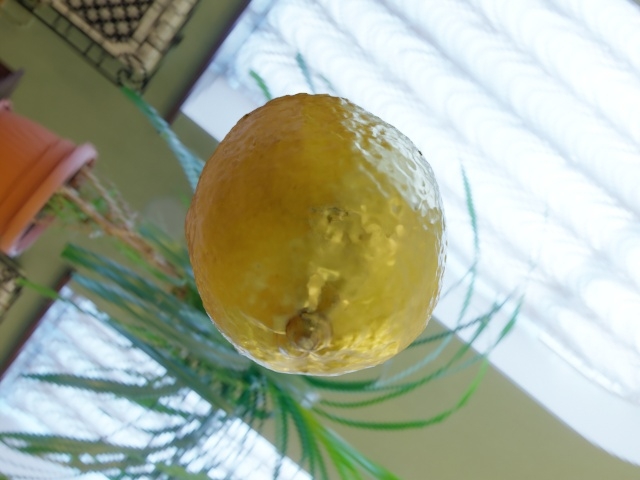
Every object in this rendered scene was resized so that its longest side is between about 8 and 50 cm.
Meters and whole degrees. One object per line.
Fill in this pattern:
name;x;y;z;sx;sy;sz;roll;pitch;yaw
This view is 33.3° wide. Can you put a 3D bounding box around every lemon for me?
lemon;0.000;0.000;1.051;0.268;0.268;0.322;-49;-148;33
